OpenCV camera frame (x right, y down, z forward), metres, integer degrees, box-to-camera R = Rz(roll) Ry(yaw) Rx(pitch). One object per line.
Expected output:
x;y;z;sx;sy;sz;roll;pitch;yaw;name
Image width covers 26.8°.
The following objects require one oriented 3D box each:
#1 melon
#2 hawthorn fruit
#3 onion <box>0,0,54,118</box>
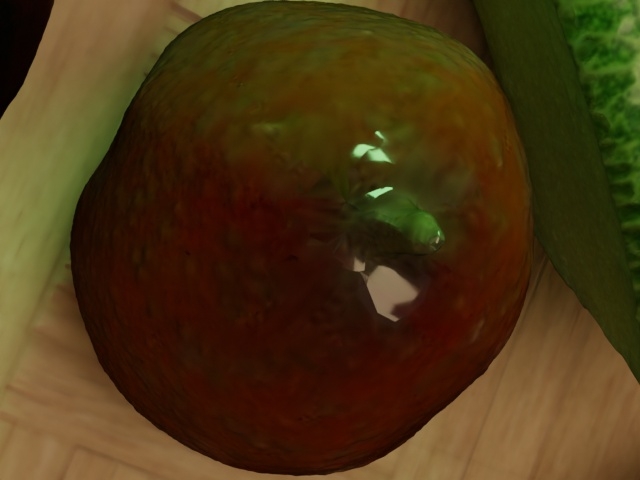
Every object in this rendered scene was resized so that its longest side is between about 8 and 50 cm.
0.246;-0.118;0.666;0.343;0.226;0.331;-21;85;-10;melon
0.000;0.000;0.515;0.199;0.251;0.199;0;91;-11;hawthorn fruit
-0.207;-0.086;0.403;0.273;0.285;0.273;-11;132;-12;onion
